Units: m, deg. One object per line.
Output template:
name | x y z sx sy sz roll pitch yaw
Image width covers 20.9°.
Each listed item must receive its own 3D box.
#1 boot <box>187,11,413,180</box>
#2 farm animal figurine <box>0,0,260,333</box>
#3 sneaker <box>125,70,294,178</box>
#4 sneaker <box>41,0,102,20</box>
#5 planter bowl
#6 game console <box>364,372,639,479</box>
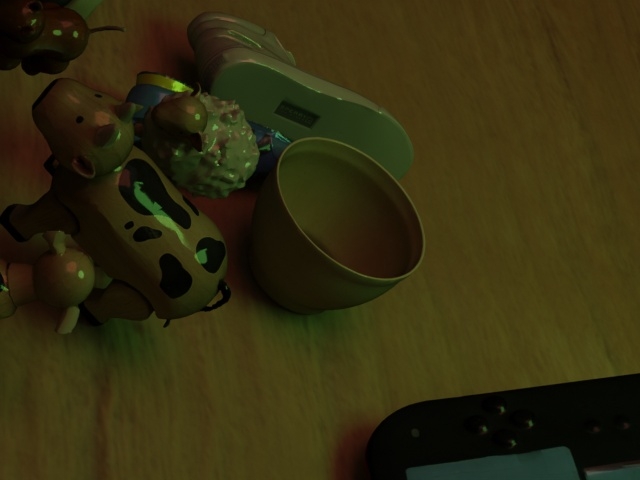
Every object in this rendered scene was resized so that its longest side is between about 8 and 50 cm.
boot | -0.019 -0.150 1.743 0.258 0.095 0.123 28 25 -35
farm animal figurine | -0.191 -0.031 1.348 0.327 0.172 0.330 34 61 -35
sneaker | -0.101 -0.084 1.639 0.209 0.069 0.082 25 72 -35
sneaker | -0.262 -0.378 1.709 0.148 0.131 0.350 25 41 -28
planter bowl | 0.000 0.000 1.598 0.162 0.109 0.162 24 42 -24
game console | 0.227 0.261 1.411 0.342 0.060 0.386 -10 42 -2
